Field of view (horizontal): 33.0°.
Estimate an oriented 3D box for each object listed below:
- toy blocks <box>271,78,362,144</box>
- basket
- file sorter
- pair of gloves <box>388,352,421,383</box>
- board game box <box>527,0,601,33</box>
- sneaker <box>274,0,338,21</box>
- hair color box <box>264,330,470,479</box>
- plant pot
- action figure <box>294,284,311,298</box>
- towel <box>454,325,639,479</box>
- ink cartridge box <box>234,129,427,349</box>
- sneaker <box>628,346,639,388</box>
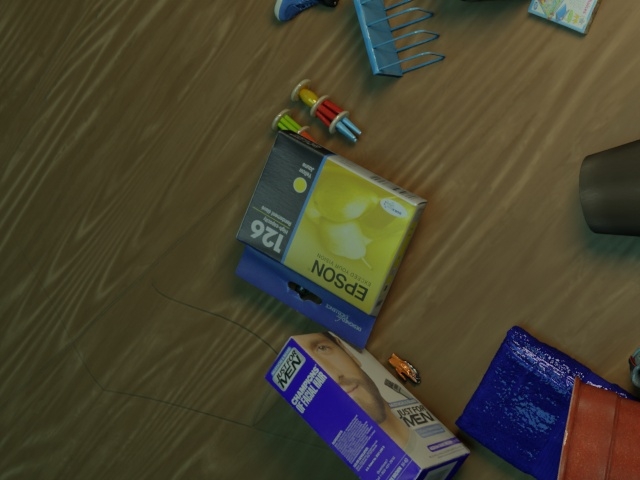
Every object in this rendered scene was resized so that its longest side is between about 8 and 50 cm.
[{"bbox_3d":[-0.005,-0.207,1.999,0.148,0.054,0.123,42,113,17],"label":"toy blocks"},{"bbox_3d":[0.531,-0.085,1.675,0.227,0.154,0.204,-5,93,32],"label":"basket"},{"bbox_3d":[0.136,-0.380,1.867,0.105,0.118,0.170,-15,89,26],"label":"file sorter"},{"bbox_3d":[0.143,0.257,2.000,0.074,0.010,0.083,42,116,16],"label":"pair of gloves"},{"bbox_3d":[0.416,-0.427,1.761,0.103,0.026,0.154,28,108,23],"label":"board game box"},{"bbox_3d":[-0.015,-0.444,1.973,0.152,0.058,0.084,-46,66,18],"label":"sneaker"},{"bbox_3d":[0.082,0.307,1.915,0.339,0.185,0.110,41,112,27],"label":"hair color box"},{"bbox_3d":[0.494,0.360,1.622,0.265,0.272,0.272,9,100,14],"label":"plant pot"},{"bbox_3d":[0.013,0.020,2.016,0.137,0.063,0.232,38,116,16],"label":"action figure"},{"bbox_3d":[0.400,0.313,1.831,0.308,0.076,0.227,33,109,21],"label":"towel"},{"bbox_3d":[0.000,0.000,1.947,0.304,0.072,0.307,29,107,21],"label":"ink cartridge box"},{"bbox_3d":[0.596,0.259,1.690,0.262,0.125,0.104,28,108,23],"label":"sneaker"}]
